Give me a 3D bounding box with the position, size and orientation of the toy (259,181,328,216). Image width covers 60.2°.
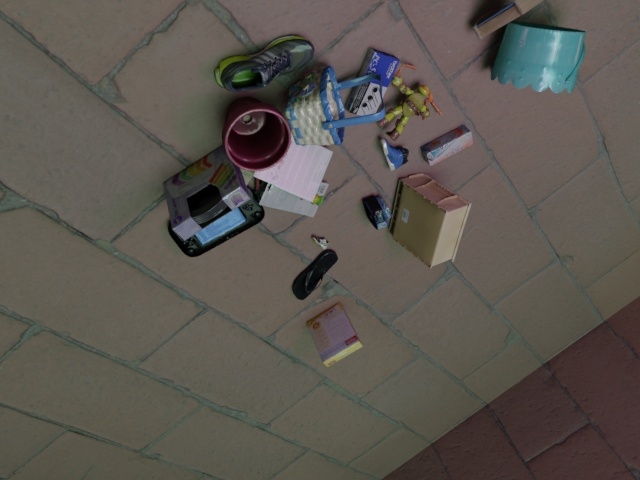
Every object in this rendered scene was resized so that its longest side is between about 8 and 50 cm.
[{"bbox_3d":[-0.097,-0.169,1.919,0.237,0.056,0.136,13,112,-36],"label":"toy"}]

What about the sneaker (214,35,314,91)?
[{"bbox_3d":[-0.152,-0.496,1.597,0.300,0.121,0.111,-24,132,-3],"label":"sneaker"}]

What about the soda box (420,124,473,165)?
[{"bbox_3d":[0.461,-0.346,2.007,0.183,0.058,0.063,-28,132,0],"label":"soda box"}]

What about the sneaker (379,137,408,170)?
[{"bbox_3d":[0.264,-0.317,1.947,0.085,0.058,0.152,-25,136,6],"label":"sneaker"}]

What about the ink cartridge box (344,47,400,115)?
[{"bbox_3d":[0.164,-0.502,1.772,0.097,0.046,0.207,8,123,-28],"label":"ink cartridge box"}]

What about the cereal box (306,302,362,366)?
[{"bbox_3d":[0.054,0.389,2.296,0.173,0.240,0.047,-31,131,3],"label":"cereal box"}]

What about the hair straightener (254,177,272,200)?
[{"bbox_3d":[-0.177,-0.224,1.847,0.089,0.047,0.230,-7,124,-17],"label":"hair straightener"}]

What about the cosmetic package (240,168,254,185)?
[{"bbox_3d":[-0.242,-0.231,1.793,0.060,0.041,0.115,29,129,-9],"label":"cosmetic package"}]

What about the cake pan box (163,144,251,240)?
[{"bbox_3d":[-0.353,-0.149,1.693,0.246,0.266,0.070,-32,134,7],"label":"cake pan box"}]

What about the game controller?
[{"bbox_3d":[-0.355,-0.069,1.887,0.319,0.067,0.166,-29,131,1],"label":"game controller"}]

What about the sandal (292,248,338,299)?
[{"bbox_3d":[-0.026,0.143,2.193,0.097,0.054,0.254,22,116,-34],"label":"sandal"}]

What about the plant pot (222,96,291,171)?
[{"bbox_3d":[-0.205,-0.338,1.661,0.202,0.180,0.201,-11,130,-14],"label":"plant pot"}]

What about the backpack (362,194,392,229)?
[{"bbox_3d":[0.218,-0.103,2.069,0.084,0.105,0.114,-23,136,-3],"label":"backpack"}]

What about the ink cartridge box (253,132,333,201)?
[{"bbox_3d":[-0.093,-0.254,1.817,0.233,0.066,0.189,22,92,-24],"label":"ink cartridge box"}]

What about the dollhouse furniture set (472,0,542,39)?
[{"bbox_3d":[0.544,-0.826,1.663,0.286,0.198,0.303,-37,102,-20],"label":"dollhouse furniture set"}]

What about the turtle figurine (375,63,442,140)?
[{"bbox_3d":[0.297,-0.434,1.832,0.217,0.087,0.270,-47,135,9],"label":"turtle figurine"}]

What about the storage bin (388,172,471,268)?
[{"bbox_3d":[0.396,-0.078,2.065,0.123,0.260,0.262,-19,134,-31],"label":"storage bin"}]

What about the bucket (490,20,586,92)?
[{"bbox_3d":[0.703,-0.594,1.776,0.281,0.281,0.183,-4,119,-20],"label":"bucket"}]

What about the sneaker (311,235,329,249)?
[{"bbox_3d":[0.000,0.000,2.114,0.037,0.032,0.083,-50,134,1],"label":"sneaker"}]

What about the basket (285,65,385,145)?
[{"bbox_3d":[0.048,-0.404,1.647,0.289,0.254,0.201,-8,129,9],"label":"basket"}]
